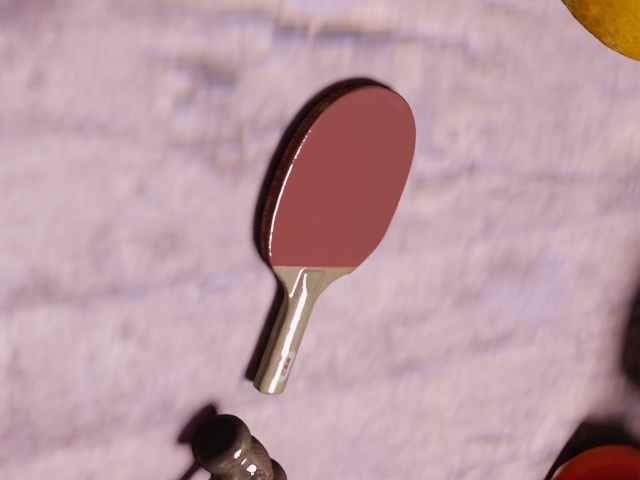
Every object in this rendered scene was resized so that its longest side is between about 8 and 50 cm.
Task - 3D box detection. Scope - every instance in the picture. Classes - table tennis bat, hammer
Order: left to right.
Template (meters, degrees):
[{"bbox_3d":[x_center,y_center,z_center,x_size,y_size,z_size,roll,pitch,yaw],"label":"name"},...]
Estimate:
[{"bbox_3d":[-0.128,0.199,0.802,0.292,0.029,0.058,-46,138,-11],"label":"hammer"},{"bbox_3d":[0.000,0.000,0.809,0.087,0.013,0.156,1,112,-49],"label":"table tennis bat"}]

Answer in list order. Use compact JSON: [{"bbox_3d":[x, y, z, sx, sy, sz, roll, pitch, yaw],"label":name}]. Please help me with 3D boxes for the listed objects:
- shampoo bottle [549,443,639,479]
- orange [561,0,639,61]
[{"bbox_3d":[0.248,0.207,1.134,0.278,0.104,0.104,25,96,-51],"label":"shampoo bottle"},{"bbox_3d":[0.164,-0.158,0.790,0.155,0.134,0.155,-56,158,-36],"label":"orange"}]
